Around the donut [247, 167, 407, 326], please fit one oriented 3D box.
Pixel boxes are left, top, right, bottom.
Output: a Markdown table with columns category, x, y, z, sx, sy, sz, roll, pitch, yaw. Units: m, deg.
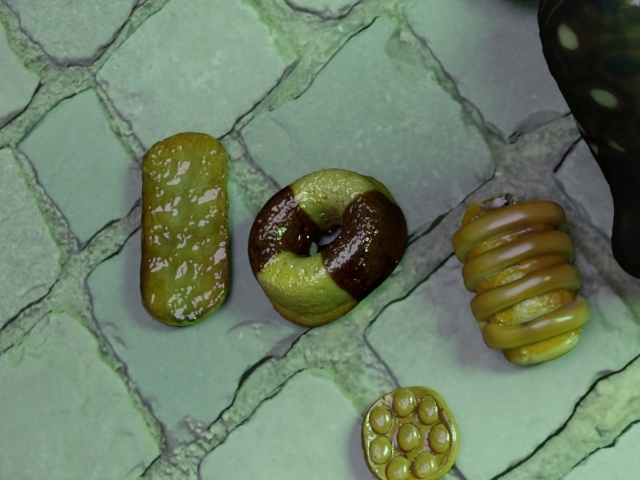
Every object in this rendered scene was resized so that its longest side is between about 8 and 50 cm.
| category | x | y | z | sx | sy | sz | roll | pitch | yaw |
| --- | --- | --- | --- | --- | --- | --- | --- | --- | --- |
| donut | 0.000 | 0.000 | 1.301 | 0.184 | 0.073 | 0.166 | -29 | 59 | 12 |

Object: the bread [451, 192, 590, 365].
| category | x | y | z | sx | sy | sz | roll | pitch | yaw |
| --- | --- | --- | --- | --- | --- | --- | --- | --- | --- |
| bread | 0.201 | 0.036 | 1.186 | 0.119 | 0.084 | 0.177 | -21 | 69 | 19 |

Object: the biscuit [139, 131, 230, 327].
| category | x | y | z | sx | sy | sz | roll | pitch | yaw |
| --- | --- | --- | --- | --- | --- | --- | --- | --- | --- |
| biscuit | -0.161 | -0.016 | 1.409 | 0.119 | 0.029 | 0.247 | -8 | 69 | 16 |

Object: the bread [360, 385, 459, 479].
| category | x | y | z | sx | sy | sz | roll | pitch | yaw |
| --- | --- | --- | --- | --- | --- | --- | --- | --- | --- |
| bread | 0.091 | 0.201 | 1.212 | 0.110 | 0.024 | 0.110 | -8 | 69 | 22 |

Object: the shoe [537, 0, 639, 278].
| category | x | y | z | sx | sy | sz | roll | pitch | yaw |
| --- | --- | --- | --- | --- | --- | --- | --- | --- | --- |
| shoe | 0.302 | -0.092 | 1.007 | 0.171 | 0.384 | 0.237 | -18 | 65 | 11 |
